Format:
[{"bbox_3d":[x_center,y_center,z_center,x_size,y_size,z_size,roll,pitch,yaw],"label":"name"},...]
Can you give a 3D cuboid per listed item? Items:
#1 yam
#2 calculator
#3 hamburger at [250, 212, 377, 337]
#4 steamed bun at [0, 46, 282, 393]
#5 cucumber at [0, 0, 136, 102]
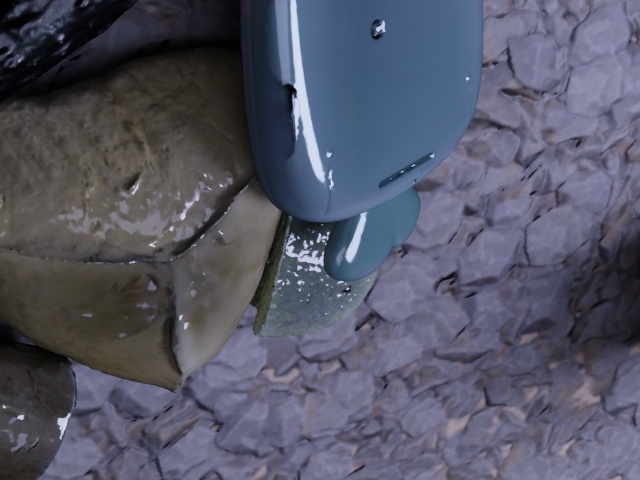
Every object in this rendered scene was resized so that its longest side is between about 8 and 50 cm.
[{"bbox_3d":[-0.274,0.080,0.895,0.259,0.093,0.093,16,115,-34],"label":"yam"},{"bbox_3d":[0.028,-0.114,0.880,0.185,0.041,0.299,-30,127,-41],"label":"calculator"},{"bbox_3d":[0.002,0.002,0.998,0.084,0.054,0.121,2,115,-25],"label":"hamburger"},{"bbox_3d":[-0.117,-0.001,0.902,0.212,0.110,0.231,3,119,-28],"label":"steamed bun"},{"bbox_3d":[-0.199,-0.091,0.818,0.303,0.072,0.081,-29,130,-5],"label":"cucumber"}]
